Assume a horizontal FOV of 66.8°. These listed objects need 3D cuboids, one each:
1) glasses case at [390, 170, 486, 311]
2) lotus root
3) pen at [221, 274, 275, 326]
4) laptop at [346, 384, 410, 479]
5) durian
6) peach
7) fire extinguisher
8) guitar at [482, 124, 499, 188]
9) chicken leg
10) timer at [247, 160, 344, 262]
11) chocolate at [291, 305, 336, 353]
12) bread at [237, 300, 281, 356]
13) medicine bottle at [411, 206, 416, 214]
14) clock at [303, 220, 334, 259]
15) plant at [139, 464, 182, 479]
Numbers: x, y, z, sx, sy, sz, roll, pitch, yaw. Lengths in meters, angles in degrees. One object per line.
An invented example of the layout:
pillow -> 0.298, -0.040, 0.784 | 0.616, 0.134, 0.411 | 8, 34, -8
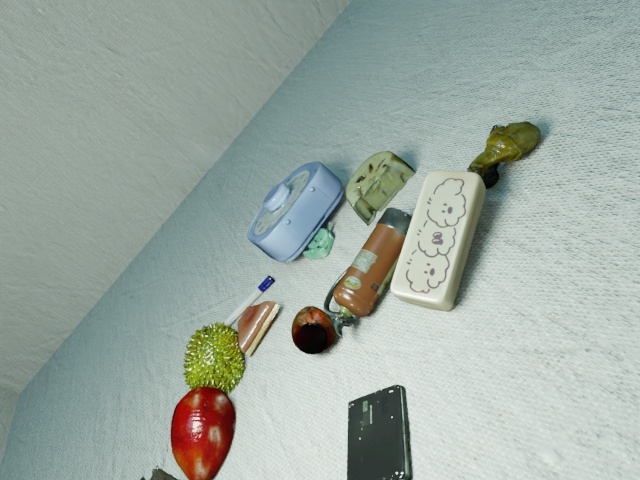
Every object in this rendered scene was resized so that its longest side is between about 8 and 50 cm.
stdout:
glasses case -> 0.285, -0.006, 1.165 | 0.144, 0.076, 0.336 | 8, 71, 36
lotus root -> 0.174, -0.176, 1.540 | 0.235, 0.119, 0.138 | -52, 36, -2
pen -> -0.266, 0.229, 1.761 | 0.269, 0.033, 0.033 | -46, 30, 8
laptop -> 0.119, 0.419, 1.036 | 0.154, 0.026, 0.207 | -32, 34, 30
durian -> -0.350, 0.382, 1.572 | 0.200, 0.176, 0.237 | -48, 35, 45
peach -> -0.341, 0.542, 1.384 | 0.158, 0.154, 0.267 | -30, 35, 28
fire extinguisher -> 0.126, 0.096, 1.333 | 0.376, 0.113, 0.200 | -57, 1, -14
guitar -> 0.455, -0.230, 1.321 | 0.088, 0.025, 0.233 | -11, 47, 47
chicken leg -> 0.452, -0.227, 1.232 | 0.227, 0.088, 0.103 | -35, 47, -2
timer -> -0.120, -0.116, 1.775 | 0.395, 0.173, 0.395 | -41, 24, 23
chocolate -> -0.015, 0.239, 1.334 | 0.127, 0.124, 0.133 | -38, 1, 25
bread -> -0.212, 0.273, 1.600 | 0.192, 0.067, 0.119 | -55, 38, -7
medicine bottle -> 0.314, -0.096, 1.301 | 0.130, 0.080, 0.080 | -41, 31, 16
clock -> 0.000, 0.000, 1.651 | 0.101, 0.041, 0.135 | -14, 45, 46
plant -> -0.416, 0.711, 1.267 | 0.276, 0.199, 0.188 | -1, 52, 46
